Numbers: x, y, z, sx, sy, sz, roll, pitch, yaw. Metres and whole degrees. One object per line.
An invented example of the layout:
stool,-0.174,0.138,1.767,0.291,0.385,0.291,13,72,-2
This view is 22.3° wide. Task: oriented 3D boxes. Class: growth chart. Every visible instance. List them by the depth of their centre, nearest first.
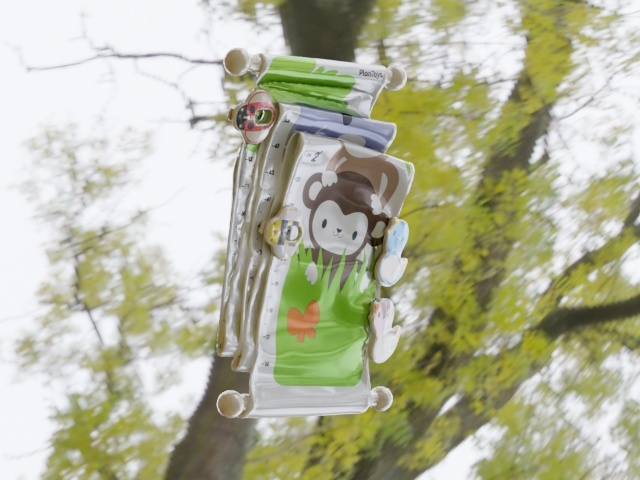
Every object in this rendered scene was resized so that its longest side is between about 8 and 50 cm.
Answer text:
growth chart,0.000,0.000,0.985,0.021,0.172,0.237,14,-75,43
